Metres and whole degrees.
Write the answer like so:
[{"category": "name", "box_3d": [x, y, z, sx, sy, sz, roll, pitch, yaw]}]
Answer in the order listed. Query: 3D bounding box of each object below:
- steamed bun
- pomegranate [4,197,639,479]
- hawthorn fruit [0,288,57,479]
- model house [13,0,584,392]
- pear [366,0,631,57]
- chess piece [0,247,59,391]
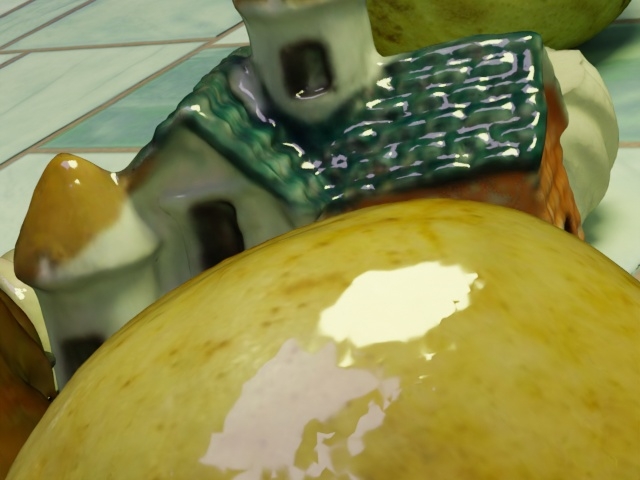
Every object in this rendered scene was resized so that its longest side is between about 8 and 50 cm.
[{"category": "steamed bun", "box_3d": [0.086, -0.041, 1.050, 0.182, 0.106, 0.183, -14, 25, 6]}, {"category": "pomegranate", "box_3d": [0.029, 0.116, 0.487, 0.260, 0.260, 0.260, -14, 21, 5]}, {"category": "hawthorn fruit", "box_3d": [-0.221, 0.126, 0.628, 0.300, 0.268, 0.268, -27, 23, -13]}, {"category": "model house", "box_3d": [0.000, 0.000, 0.761, 0.271, 0.301, 0.190, -9, 15, 19]}, {"category": "pear", "box_3d": [0.095, -0.266, 1.348, 0.303, 0.304, 0.304, -14, 21, 5]}, {"category": "chess piece", "box_3d": [-0.123, 0.025, 1.061, 0.170, 0.094, 0.094, -26, 23, -35]}]
